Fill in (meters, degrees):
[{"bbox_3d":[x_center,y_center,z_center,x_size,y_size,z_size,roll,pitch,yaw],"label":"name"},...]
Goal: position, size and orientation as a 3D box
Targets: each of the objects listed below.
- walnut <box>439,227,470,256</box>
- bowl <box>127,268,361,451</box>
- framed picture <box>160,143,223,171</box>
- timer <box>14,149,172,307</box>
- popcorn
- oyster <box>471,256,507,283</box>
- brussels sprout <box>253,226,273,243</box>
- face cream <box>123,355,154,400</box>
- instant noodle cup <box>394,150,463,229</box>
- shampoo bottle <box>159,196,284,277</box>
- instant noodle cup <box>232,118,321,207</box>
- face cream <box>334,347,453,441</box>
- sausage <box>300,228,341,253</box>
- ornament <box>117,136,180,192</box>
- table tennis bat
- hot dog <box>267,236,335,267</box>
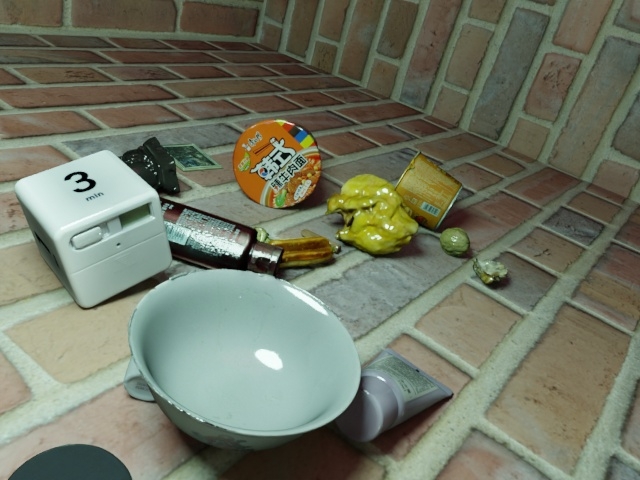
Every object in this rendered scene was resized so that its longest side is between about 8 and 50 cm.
[{"bbox_3d":[0.383,0.003,1.529,0.092,0.092,0.092,12,28,-7],"label":"walnut"},{"bbox_3d":[-0.123,0.204,0.821,0.346,0.157,0.345,14,29,-8],"label":"bowl"},{"bbox_3d":[-0.410,-0.263,1.677,0.142,0.011,0.183,-12,39,-41],"label":"framed picture"},{"bbox_3d":[-0.422,-0.026,1.015,0.192,0.194,0.195,-30,49,-31],"label":"timer"},{"bbox_3d":[0.137,-0.073,1.432,0.254,0.190,0.191,15,21,7],"label":"popcorn"},{"bbox_3d":[0.449,0.085,1.444,0.103,0.051,0.148,22,13,18],"label":"oyster"},{"bbox_3d":[-0.149,-0.004,1.302,0.085,0.058,0.085,24,14,-7],"label":"brussels sprout"},{"bbox_3d":[-0.268,0.180,0.907,0.084,0.057,0.198,20,26,-8],"label":"face cream"},{"bbox_3d":[0.320,-0.141,1.641,0.172,0.215,0.216,32,31,9],"label":"instant noodle cup"},{"bbox_3d":[-0.244,0.001,1.192,0.323,0.084,0.129,17,63,3],"label":"shampoo bottle"},{"bbox_3d":[-0.109,-0.237,1.561,0.251,0.250,0.192,16,20,1],"label":"instant noodle cup"},{"bbox_3d":[0.124,0.260,0.944,0.154,0.096,0.274,29,18,28],"label":"face cream"},{"bbox_3d":[0.000,0.000,1.399,0.116,0.026,0.026,26,30,19],"label":"sausage"},{"bbox_3d":[-0.523,-0.184,1.404,0.261,0.106,0.251,-11,30,-26],"label":"ornament"},{"bbox_3d":[-0.280,0.332,0.658,0.236,0.027,0.150,24,29,18],"label":"table tennis bat"},{"bbox_3d":[-0.055,0.030,1.282,0.189,0.055,0.072,-4,65,-24],"label":"hot dog"}]
